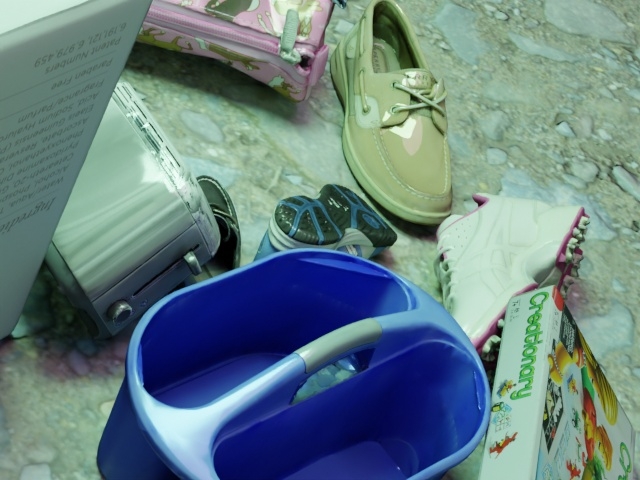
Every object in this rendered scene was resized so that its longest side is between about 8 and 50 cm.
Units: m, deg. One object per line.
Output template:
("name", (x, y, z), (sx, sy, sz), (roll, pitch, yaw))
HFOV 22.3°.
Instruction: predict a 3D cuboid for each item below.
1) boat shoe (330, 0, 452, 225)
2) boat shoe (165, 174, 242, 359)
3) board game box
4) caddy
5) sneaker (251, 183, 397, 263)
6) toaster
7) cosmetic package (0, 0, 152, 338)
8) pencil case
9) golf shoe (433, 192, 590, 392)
("boat shoe", (0.085, -0.144, 1.753), (0.109, 0.098, 0.302), (9, 43, -23))
("boat shoe", (-0.106, 0.007, 1.488), (0.080, 0.076, 0.228), (20, 40, -11))
("board game box", (0.206, 0.208, 1.397), (0.193, 0.053, 0.305), (58, 29, -28))
("caddy", (-0.016, 0.133, 1.325), (0.341, 0.179, 0.241), (-22, 61, -44))
("sneaker", (0.000, 0.000, 1.567), (0.080, 0.081, 0.211), (46, 24, 22))
("toaster", (-0.189, -0.037, 1.410), (0.146, 0.129, 0.227), (-32, 60, -9))
("cosmetic package", (-0.387, -0.097, 1.178), (0.329, 0.394, 0.327), (40, 39, 14))
("pencil case", (-0.170, -0.266, 1.691), (0.386, 0.167, 0.160), (16, 76, -16))
("golf shoe", (0.158, 0.048, 1.599), (0.140, 0.115, 0.306), (21, 35, 18))
